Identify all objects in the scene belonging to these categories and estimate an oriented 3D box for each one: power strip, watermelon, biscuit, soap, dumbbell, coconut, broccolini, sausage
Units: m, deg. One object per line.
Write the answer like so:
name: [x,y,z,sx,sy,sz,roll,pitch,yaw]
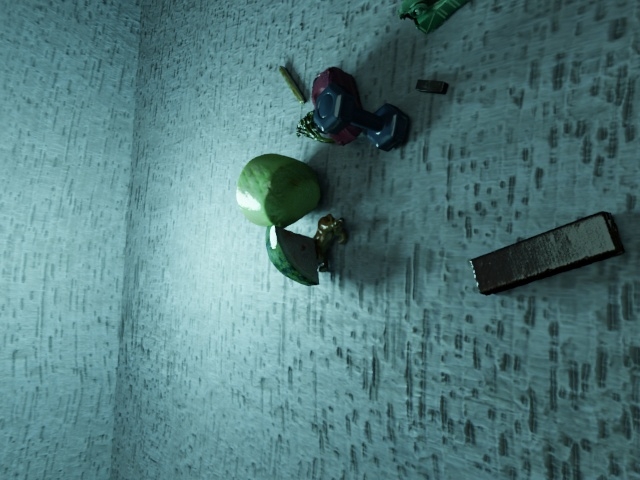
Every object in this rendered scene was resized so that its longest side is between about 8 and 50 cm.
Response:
power strip: [0.361,-0.501,1.679,0.111,0.029,0.038,23,101,44]
watermelon: [-0.116,0.041,1.909,0.260,0.176,0.256,-4,116,52]
biscuit: [0.579,0.044,1.361,0.388,0.073,0.107,-27,65,41]
soap: [0.070,-0.483,1.868,0.112,0.182,0.289,-30,69,39]
dumbbell: [0.137,-0.398,1.689,0.156,0.316,0.144,-31,60,46]
coconut: [-0.173,-0.195,2.004,0.328,0.281,0.328,-17,51,22]
broccolini: [0.016,-0.443,2.017,0.271,0.062,0.123,20,104,38]
sausage: [-0.121,-0.659,2.185,0.033,0.033,0.269,-48,54,30]

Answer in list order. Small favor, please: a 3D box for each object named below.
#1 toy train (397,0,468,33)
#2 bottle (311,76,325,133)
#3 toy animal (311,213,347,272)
toy train: [0.371,-0.770,1.614,0.269,0.154,0.115,-32,62,38]
bottle: [0.013,-0.526,1.984,0.082,0.072,0.244,-35,51,39]
toy animal: [0.000,0.000,1.937,0.157,0.097,0.312,52,124,35]
